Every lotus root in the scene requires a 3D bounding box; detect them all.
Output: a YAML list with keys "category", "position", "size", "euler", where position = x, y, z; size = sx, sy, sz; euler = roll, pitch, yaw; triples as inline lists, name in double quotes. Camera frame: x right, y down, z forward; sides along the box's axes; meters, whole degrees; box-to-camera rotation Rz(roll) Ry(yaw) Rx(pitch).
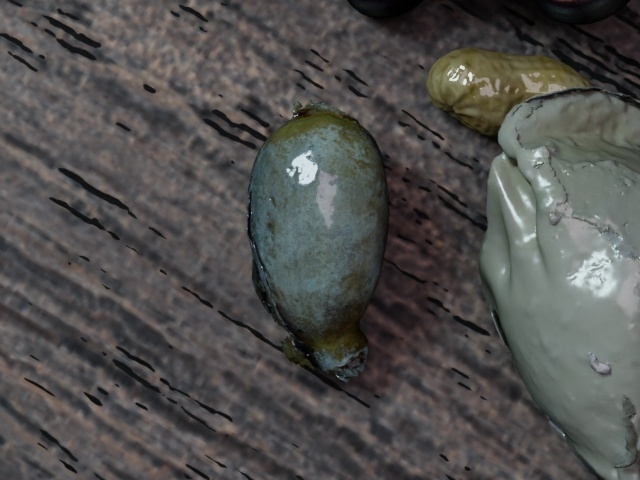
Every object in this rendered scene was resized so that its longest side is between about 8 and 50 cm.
- category: "lotus root"
  position: [-0.002, 0.000, 0.714]
  size: [0.088, 0.088, 0.165]
  euler: [1, 92, -1]

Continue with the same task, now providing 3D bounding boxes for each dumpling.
- category: "dumpling"
  position: [0.175, 0.030, 0.692]
  size: [0.172, 0.142, 0.247]
  euler: [-20, 98, -34]

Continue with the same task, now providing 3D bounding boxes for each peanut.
- category: "peanut"
  position: [0.119, -0.087, 0.740]
  size: [0.113, 0.054, 0.054]
  euler: [10, 83, 1]

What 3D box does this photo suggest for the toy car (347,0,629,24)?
- category: "toy car"
  position: [0.086, -0.256, 0.678]
  size: [0.270, 0.180, 0.213]
  euler: [8, 70, 30]
